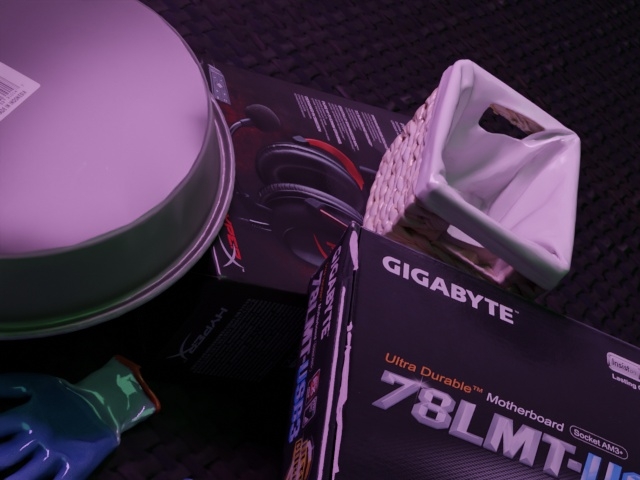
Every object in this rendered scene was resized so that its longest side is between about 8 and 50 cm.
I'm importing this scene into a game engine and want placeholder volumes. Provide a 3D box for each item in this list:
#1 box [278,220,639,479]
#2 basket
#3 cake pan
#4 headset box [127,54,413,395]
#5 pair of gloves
[{"bbox_3d":[0.118,0.162,0.878,0.295,0.073,0.293,25,44,-15],"label":"box"},{"bbox_3d":[0.100,-0.024,1.025,0.113,0.103,0.167,33,37,-11],"label":"basket"},{"bbox_3d":[-0.196,-0.070,0.935,0.293,0.054,0.293,5,49,-6],"label":"cake pan"},{"bbox_3d":[0.000,0.000,1.094,0.293,0.110,0.218,13,44,-34],"label":"headset box"},{"bbox_3d":[-0.122,0.149,0.892,0.198,0.023,0.159,50,36,14],"label":"pair of gloves"}]
